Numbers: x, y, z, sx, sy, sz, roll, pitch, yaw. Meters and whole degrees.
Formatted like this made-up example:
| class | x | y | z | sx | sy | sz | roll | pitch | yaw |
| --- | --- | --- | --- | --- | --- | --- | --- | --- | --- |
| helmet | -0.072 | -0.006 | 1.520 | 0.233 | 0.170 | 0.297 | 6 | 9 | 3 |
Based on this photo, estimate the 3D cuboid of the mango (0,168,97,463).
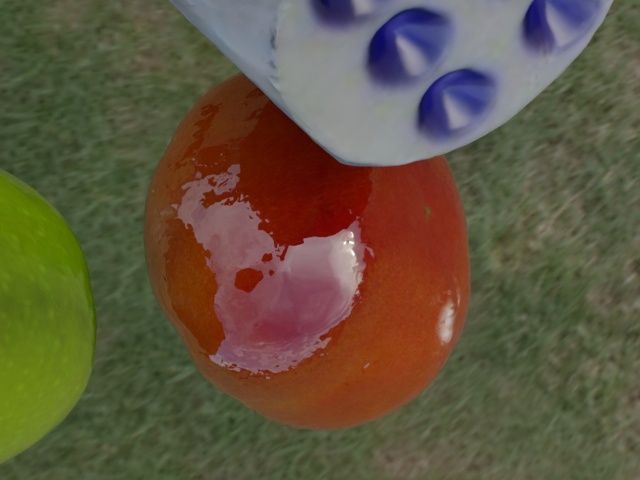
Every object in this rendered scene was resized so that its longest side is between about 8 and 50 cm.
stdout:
| class | x | y | z | sx | sy | sz | roll | pitch | yaw |
| --- | --- | --- | --- | --- | --- | --- | --- | --- | --- |
| mango | -0.238 | 0.023 | 0.757 | 0.192 | 0.343 | 0.156 | 33 | 104 | 30 |

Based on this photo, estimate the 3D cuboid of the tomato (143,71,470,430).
| class | x | y | z | sx | sy | sz | roll | pitch | yaw |
| --- | --- | --- | --- | --- | --- | --- | --- | --- | --- |
| tomato | 0.003 | 0.002 | 1.280 | 0.180 | 0.260 | 0.260 | -14 | 95 | 37 |

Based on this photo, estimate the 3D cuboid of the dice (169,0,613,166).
| class | x | y | z | sx | sy | sz | roll | pitch | yaw |
| --- | --- | --- | --- | --- | --- | --- | --- | --- | --- |
| dice | 0.014 | -0.205 | 1.096 | 0.243 | 0.259 | 0.251 | -44 | 56 | 1 |
